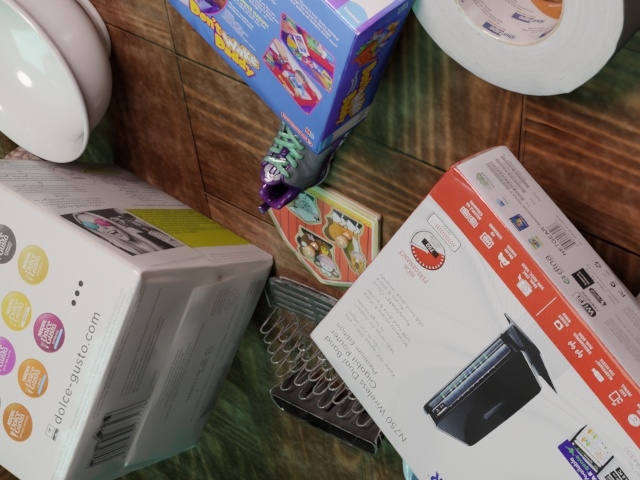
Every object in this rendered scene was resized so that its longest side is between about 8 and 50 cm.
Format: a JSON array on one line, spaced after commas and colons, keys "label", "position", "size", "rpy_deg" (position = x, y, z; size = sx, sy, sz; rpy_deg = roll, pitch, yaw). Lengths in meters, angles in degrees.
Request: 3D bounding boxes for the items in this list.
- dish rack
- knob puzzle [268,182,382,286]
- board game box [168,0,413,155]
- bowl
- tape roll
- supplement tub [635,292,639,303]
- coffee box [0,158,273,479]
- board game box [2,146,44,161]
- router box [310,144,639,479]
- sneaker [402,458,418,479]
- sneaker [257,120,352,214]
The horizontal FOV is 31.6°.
[{"label": "dish rack", "position": [0.001, 0.177, 1.664], "size": [0.208, 0.074, 0.271], "rpy_deg": [20, 141, 34]}, {"label": "knob puzzle", "position": [0.000, 0.000, 1.492], "size": [0.213, 0.030, 0.213], "rpy_deg": [30, 147, 22]}, {"label": "board game box", "position": [-0.074, -0.277, 1.122], "size": [0.347, 0.078, 0.233], "rpy_deg": [47, 157, 10]}, {"label": "bowl", "position": [-0.378, -0.260, 1.515], "size": [0.298, 0.134, 0.298], "rpy_deg": [30, 147, 22]}, {"label": "tape roll", "position": [0.173, -0.233, 0.964], "size": [0.219, 0.072, 0.219], "rpy_deg": [31, 148, 22]}, {"label": "supplement tub", "position": [0.390, 0.121, 1.070], "size": [0.199, 0.144, 0.144], "rpy_deg": [43, 149, 0]}, {"label": "coffee box", "position": [-0.331, 0.103, 1.584], "size": [0.334, 0.338, 0.338], "rpy_deg": [29, 106, 22]}, {"label": "board game box", "position": [-0.461, 0.025, 1.951], "size": [0.232, 0.141, 0.291], "rpy_deg": [30, 147, 21]}, {"label": "router box", "position": [0.178, 0.132, 1.088], "size": [0.335, 0.082, 0.301], "rpy_deg": [52, 136, 15]}, {"label": "sneaker", "position": [0.174, 0.333, 1.576], "size": [0.135, 0.150, 0.366], "rpy_deg": [17, 140, 39]}, {"label": "sneaker", "position": [-0.023, -0.111, 1.315], "size": [0.083, 0.098, 0.224], "rpy_deg": [35, 149, 14]}]
